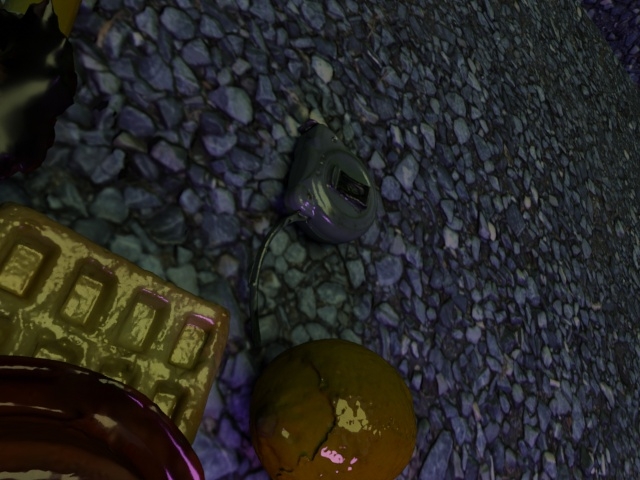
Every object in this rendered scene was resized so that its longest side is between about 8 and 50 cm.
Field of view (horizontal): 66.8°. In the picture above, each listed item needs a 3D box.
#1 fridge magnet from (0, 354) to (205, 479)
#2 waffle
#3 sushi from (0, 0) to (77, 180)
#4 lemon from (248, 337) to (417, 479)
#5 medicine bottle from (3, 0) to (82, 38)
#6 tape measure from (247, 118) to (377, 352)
[{"bbox_3d":[-0.235,0.259,0.314,0.364,0.155,0.363,3,85,-35],"label":"fridge magnet"},{"bbox_3d":[-0.215,0.094,0.462,0.274,0.057,0.167,33,56,-28],"label":"waffle"},{"bbox_3d":[-0.319,-0.121,0.356,0.219,0.225,0.238,25,102,-47],"label":"sushi"},{"bbox_3d":[0.016,0.199,0.545,0.193,0.180,0.180,20,61,-10],"label":"lemon"},{"bbox_3d":[-0.286,-0.278,0.522,0.074,0.074,0.218,21,61,-34],"label":"medicine bottle"},{"bbox_3d":[0.000,-0.001,0.662,0.164,0.084,0.330,26,58,-27],"label":"tape measure"}]
